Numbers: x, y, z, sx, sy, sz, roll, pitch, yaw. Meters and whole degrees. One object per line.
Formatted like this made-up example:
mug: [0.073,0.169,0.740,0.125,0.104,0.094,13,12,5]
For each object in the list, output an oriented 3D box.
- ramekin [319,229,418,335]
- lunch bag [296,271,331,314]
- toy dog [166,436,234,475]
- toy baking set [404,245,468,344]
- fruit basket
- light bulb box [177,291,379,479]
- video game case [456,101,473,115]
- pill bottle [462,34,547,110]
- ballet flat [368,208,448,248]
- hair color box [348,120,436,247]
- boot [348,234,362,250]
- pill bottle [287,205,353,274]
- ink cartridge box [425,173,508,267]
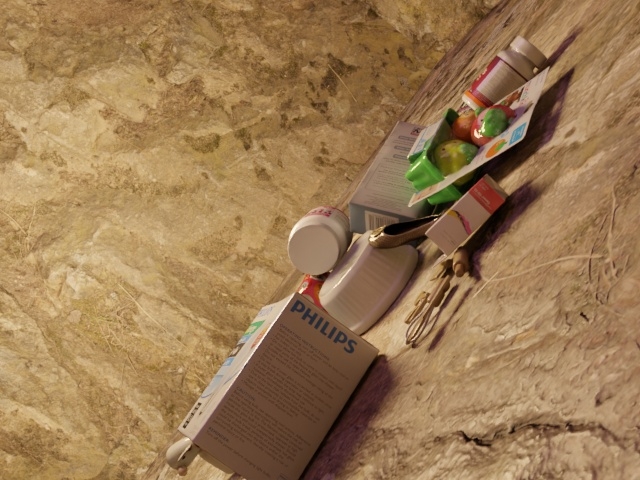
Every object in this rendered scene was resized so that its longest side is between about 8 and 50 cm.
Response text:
ramekin: [0.109,0.095,1.831,0.273,0.127,0.273,-52,7,9]
lunch bag: [-0.048,0.218,2.095,0.258,0.120,0.293,-74,9,-74]
toy dog: [-0.258,0.533,1.911,0.334,0.220,0.161,-56,35,36]
toy baking set: [0.224,0.108,1.429,0.197,0.030,0.256,-57,-1,15]
fruit basket: [0.368,-0.251,1.760,0.353,0.165,0.327,-40,13,46]
light bulb box: [-0.104,0.332,1.616,0.361,0.225,0.358,-55,7,-18]
video game case: [0.519,-0.466,2.349,0.210,0.042,0.232,-52,7,-1]
pill bottle: [0.496,-0.433,1.998,0.221,0.121,0.121,-51,7,16]
ballet flat: [0.209,-0.029,1.668,0.249,0.058,0.084,-8,32,40]
hair color box: [0.231,-0.161,1.991,0.114,0.185,0.374,84,-151,-44]
boot: [0.186,-0.032,2.235,0.263,0.091,0.229,-50,1,12]
pill bottle: [0.000,0.000,2.041,0.160,0.160,0.283,-51,1,13]
ink cartridge box: [0.281,-0.039,1.490,0.198,0.067,0.115,-46,-6,18]
